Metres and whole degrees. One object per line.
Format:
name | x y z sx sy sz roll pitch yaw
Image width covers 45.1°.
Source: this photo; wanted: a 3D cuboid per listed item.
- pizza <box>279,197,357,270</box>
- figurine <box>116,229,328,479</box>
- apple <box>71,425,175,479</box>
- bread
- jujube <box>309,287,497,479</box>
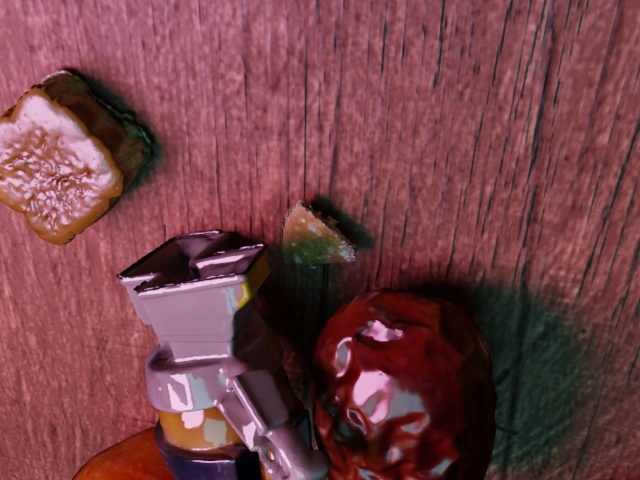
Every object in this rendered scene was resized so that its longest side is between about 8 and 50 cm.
pizza | 0.000 -0.001 0.710 0.078 0.025 0.083 23 134 5
figurine | -0.088 0.141 0.713 0.143 0.308 0.308 -12 124 -7
apple | -0.180 0.315 0.876 0.230 0.230 0.230 8 126 11
bread | -0.236 -0.075 0.700 0.128 0.069 0.140 44 123 -14
jujube | 0.076 0.157 0.715 0.174 0.174 0.250 0 130 16
